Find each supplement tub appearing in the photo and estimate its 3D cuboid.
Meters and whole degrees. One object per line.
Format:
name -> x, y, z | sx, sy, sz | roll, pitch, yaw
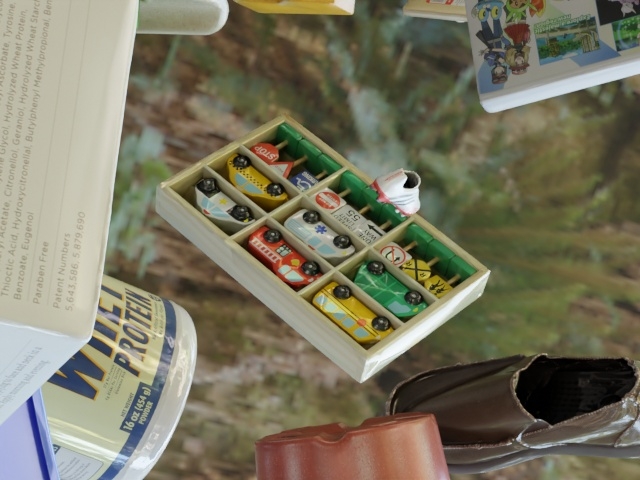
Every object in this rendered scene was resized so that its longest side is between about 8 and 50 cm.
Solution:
supplement tub -> -0.327, 0.126, 1.824 | 0.235, 0.325, 0.235 | -49, -153, 36

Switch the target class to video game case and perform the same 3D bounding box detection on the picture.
video game case -> 0.309, -0.311, 1.749 | 0.329, 0.036, 0.299 | -14, -114, 18

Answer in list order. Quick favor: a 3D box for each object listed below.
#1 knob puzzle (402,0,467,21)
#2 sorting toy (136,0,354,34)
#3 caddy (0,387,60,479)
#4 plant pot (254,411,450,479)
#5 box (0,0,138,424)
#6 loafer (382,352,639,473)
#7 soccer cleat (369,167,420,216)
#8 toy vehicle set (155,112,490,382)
knob puzzle -> 0.220, -0.301, 2.075 | 0.213, 0.213, 0.030 | -131, -146, -55
sorting toy -> -0.151, -0.142, 0.921 | 0.307, 0.229, 0.041 | 5, -93, 25
caddy -> -0.325, 0.179, 1.336 | 0.241, 0.179, 0.341 | -9, -86, 40
plant pot -> 0.045, 0.331, 1.793 | 0.272, 0.272, 0.265 | -14, -96, 56
box -> -0.177, -0.021, 0.773 | 0.181, 0.119, 0.181 | 142, -42, -58
loafer -> 0.231, 0.177, 1.892 | 0.366, 0.130, 0.133 | -9, -128, 24
soccer cleat -> 0.071, -0.042, 1.363 | 0.036, 0.083, 0.029 | -32, -111, 17
toy vehicle set -> 0.000, 0.000, 1.501 | 0.267, 0.166, 0.035 | 38, -38, 24
